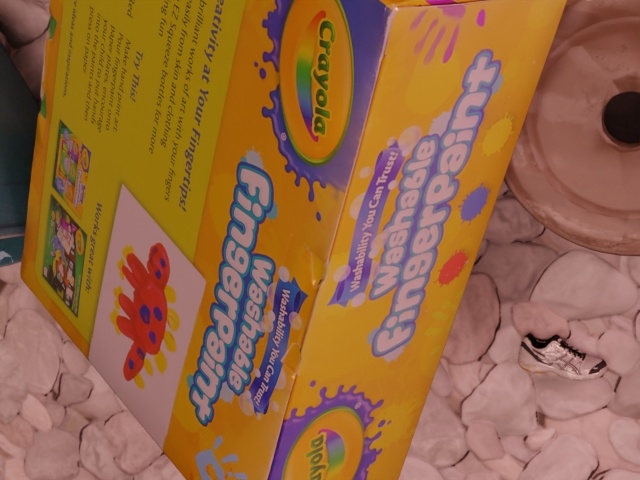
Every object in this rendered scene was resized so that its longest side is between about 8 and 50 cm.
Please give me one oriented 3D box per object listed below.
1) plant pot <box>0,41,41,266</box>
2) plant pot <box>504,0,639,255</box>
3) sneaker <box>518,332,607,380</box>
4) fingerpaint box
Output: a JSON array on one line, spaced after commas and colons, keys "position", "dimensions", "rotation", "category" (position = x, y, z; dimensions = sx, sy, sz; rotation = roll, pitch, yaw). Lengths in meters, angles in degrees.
[{"position": [-0.389, -0.098, 1.178], "dimensions": [0.271, 0.271, 0.255], "rotation": [-14, 87, 23], "category": "plant pot"}, {"position": [0.249, -0.115, 0.922], "dimensions": [0.323, 0.280, 0.323], "rotation": [6, 109, 17], "category": "plant pot"}, {"position": [0.226, 0.107, 1.131], "dimensions": [0.083, 0.032, 0.037], "rotation": [6, 108, 18], "category": "sneaker"}, {"position": [-0.056, -0.060, 0.923], "dimensions": [0.371, 0.163, 0.445], "rotation": [41, 131, 36], "category": "fingerpaint box"}]
